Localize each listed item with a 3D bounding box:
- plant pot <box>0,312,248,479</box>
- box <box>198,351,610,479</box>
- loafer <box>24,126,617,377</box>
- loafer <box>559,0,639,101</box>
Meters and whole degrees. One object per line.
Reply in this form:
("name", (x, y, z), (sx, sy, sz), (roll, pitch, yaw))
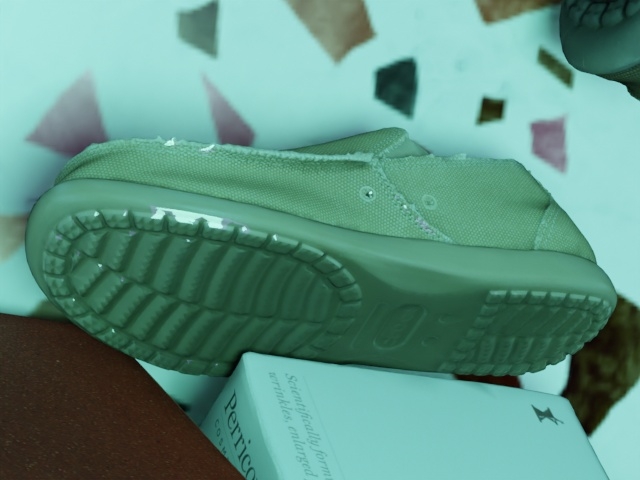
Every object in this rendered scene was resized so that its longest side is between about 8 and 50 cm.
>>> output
("plant pot", (-0.195, 0.154, 0.596), (0.236, 0.267, 0.267), (21, 95, -26))
("box", (0.042, 0.158, 0.706), (0.182, 0.181, 0.119), (11, 127, -30))
("loafer", (0.000, 0.000, 0.724), (0.269, 0.092, 0.102), (10, 136, -28))
("loafer", (0.275, -0.161, 0.763), (0.366, 0.134, 0.130), (-35, 111, -8))
